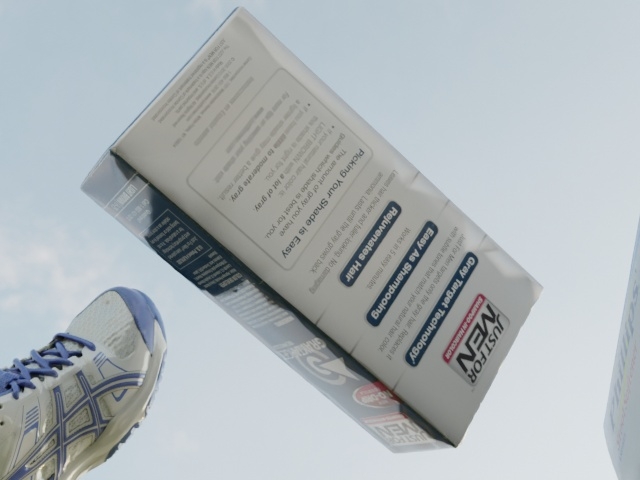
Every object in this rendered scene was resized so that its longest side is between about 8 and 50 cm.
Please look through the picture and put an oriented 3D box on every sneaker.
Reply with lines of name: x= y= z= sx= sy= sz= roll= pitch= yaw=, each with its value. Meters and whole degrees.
sneaker: x=-0.236 y=0.142 z=0.800 sx=0.111 sy=0.297 sz=0.131 roll=1 pitch=-40 yaw=35

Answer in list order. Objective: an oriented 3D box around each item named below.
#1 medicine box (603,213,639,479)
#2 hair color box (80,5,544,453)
medicine box: x=0.374 y=0.070 z=0.688 sx=0.289 sy=0.149 sz=0.264 roll=4 pitch=-69 yaw=3
hair color box: x=0.000 y=0.000 z=0.783 sx=0.347 sy=0.174 sz=0.105 roll=42 pitch=-29 yaw=-11
